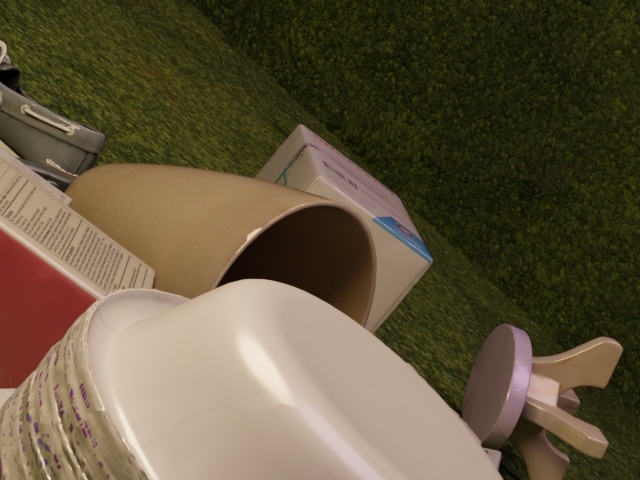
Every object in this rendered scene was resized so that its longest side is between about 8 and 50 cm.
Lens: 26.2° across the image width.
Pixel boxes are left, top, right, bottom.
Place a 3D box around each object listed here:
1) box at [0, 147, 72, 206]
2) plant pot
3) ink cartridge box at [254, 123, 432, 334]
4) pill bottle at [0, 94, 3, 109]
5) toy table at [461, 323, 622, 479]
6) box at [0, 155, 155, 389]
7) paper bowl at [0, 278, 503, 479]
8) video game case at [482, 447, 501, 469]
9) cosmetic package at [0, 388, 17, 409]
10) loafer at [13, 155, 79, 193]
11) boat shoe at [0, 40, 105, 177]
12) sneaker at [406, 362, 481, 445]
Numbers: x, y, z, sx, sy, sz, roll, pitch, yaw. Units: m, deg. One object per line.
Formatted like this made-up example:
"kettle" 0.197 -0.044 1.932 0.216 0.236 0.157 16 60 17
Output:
"box" -0.295 -0.013 1.245 0.087 0.101 0.102 38 12 -9
"plant pot" -0.131 0.029 1.338 0.274 0.256 0.256 28 3 34
"ink cartridge box" 0.000 0.000 1.893 0.198 0.197 0.270 36 12 -16
"pill bottle" -0.427 -0.159 1.328 0.216 0.121 0.121 39 11 -6
"toy table" 0.308 0.235 1.961 0.161 0.252 0.274 22 22 -5
"box" -0.267 0.025 1.124 0.232 0.127 0.148 37 12 -11
"paper bowl" -0.013 0.132 0.681 0.284 0.148 0.284 41 12 -11
"video game case" 0.087 0.238 1.466 0.201 0.023 0.183 10 7 10
"cosmetic package" -0.078 0.226 0.870 0.230 0.161 0.453 46 13 22
"loafer" -0.253 -0.030 1.480 0.267 0.096 0.084 28 10 -38
"boat shoe" -0.380 -0.180 1.616 0.319 0.099 0.116 43 12 14
"sneaker" 0.079 0.238 1.264 0.152 0.114 0.305 39 37 -6
